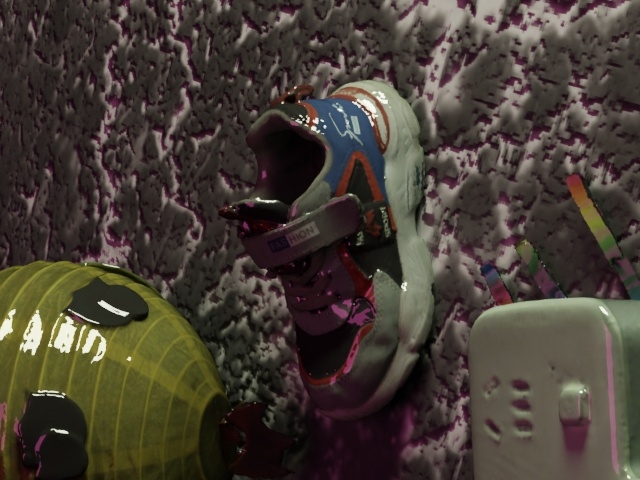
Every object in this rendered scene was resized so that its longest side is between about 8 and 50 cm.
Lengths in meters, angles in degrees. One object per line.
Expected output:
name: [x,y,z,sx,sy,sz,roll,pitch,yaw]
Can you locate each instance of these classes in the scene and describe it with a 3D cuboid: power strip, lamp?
power strip: [0.159,0.161,0.919,0.194,0.059,0.264,-10,81,55]
lamp: [-0.156,0.139,1.179,0.284,0.250,0.250,1,84,17]

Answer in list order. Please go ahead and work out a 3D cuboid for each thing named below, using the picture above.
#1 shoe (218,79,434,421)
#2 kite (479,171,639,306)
shoe: [0.000,0.000,1.102,0.099,0.125,0.227,-11,74,43]
kite: [0.176,0.100,0.977,0.152,0.015,0.285,-41,58,32]
